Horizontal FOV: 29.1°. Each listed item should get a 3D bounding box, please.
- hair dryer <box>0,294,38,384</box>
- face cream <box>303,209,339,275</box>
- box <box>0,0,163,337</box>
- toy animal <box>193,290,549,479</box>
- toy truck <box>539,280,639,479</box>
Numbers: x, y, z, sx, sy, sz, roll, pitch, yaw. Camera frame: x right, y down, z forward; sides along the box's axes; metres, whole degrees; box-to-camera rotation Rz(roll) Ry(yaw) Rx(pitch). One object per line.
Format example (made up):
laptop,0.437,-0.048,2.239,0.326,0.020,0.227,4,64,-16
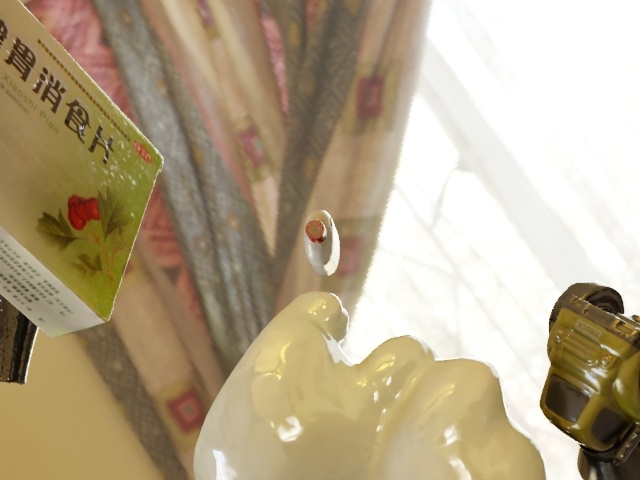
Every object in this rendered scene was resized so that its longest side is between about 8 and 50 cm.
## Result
hair dryer,-0.322,0.057,1.339,0.075,0.195,0.219,8,-7,-10
face cream,0.000,0.000,0.847,0.021,0.040,0.083,-1,-10,5
box,-0.232,-0.075,0.890,0.062,0.260,0.175,-19,40,30
toy animal,0.078,0.218,1.057,0.196,0.368,0.241,95,-162,-53
toy truck,0.270,0.150,1.072,0.224,0.147,0.165,36,-93,-40
